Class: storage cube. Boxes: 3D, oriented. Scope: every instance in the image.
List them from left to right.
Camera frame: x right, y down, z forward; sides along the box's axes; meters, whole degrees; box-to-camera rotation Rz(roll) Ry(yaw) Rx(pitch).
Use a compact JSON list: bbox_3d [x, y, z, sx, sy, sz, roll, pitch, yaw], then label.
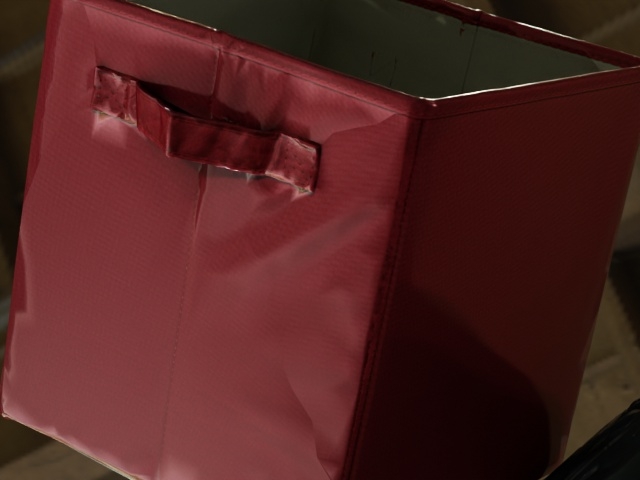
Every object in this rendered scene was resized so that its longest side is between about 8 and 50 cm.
[{"bbox_3d":[0.000,0.000,0.750,0.184,0.215,0.193,22,-69,31],"label":"storage cube"}]

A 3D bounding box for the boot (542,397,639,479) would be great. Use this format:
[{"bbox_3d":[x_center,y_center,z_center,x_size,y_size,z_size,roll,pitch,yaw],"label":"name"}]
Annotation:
[{"bbox_3d":[0.170,0.151,0.665,0.094,0.246,0.207,-42,-100,-6],"label":"boot"}]
